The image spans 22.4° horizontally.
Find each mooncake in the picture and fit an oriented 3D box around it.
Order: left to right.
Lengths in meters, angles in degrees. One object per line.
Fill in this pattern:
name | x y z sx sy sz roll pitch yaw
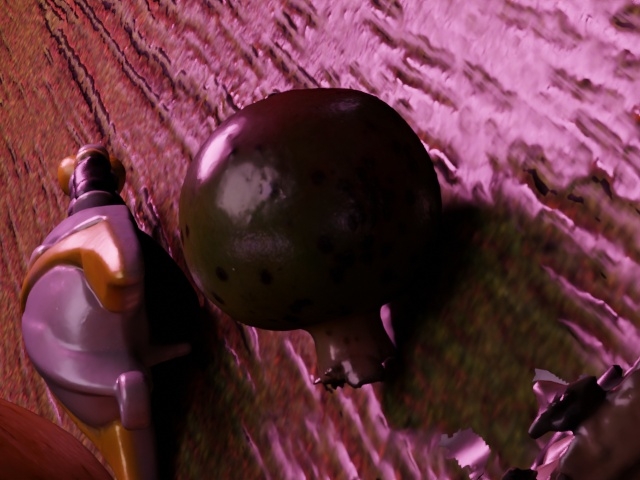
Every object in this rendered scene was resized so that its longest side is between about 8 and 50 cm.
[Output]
mooncake | 0.031 0.209 0.535 0.150 0.057 0.347 25 91 54

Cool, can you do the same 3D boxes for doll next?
doll | -0.131 0.029 0.991 0.316 0.103 0.145 -114 45 -66

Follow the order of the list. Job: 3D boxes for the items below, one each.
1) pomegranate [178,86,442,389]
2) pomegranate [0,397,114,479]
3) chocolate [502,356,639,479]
pomegranate | 0.000 -0.008 0.731 0.130 0.130 0.130 -47 31 40
pomegranate | -0.190 0.218 0.676 0.410 0.410 0.410 -47 31 40
chocolate | 0.073 0.083 0.462 0.329 0.065 0.102 -50 -15 12
